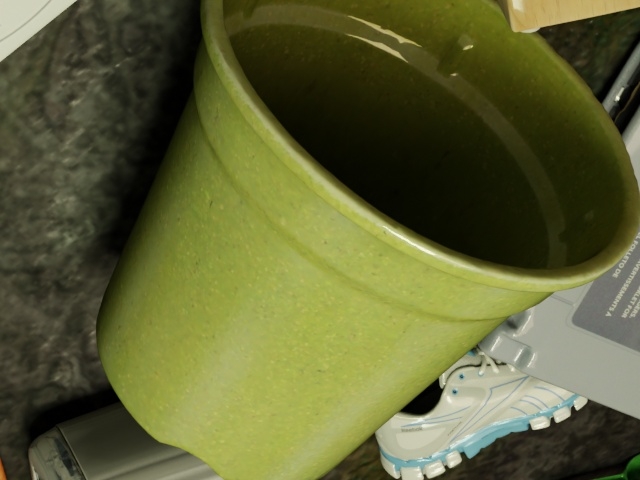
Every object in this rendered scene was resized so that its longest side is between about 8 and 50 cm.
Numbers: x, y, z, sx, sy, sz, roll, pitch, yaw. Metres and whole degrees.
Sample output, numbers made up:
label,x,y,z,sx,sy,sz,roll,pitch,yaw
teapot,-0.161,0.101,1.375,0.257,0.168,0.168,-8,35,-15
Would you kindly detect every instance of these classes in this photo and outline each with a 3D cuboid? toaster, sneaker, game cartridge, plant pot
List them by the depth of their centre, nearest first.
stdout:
label,x,y,z,sx,sy,sz,roll,pitch,yaw
plant pot,0.000,0.000,1.110,0.276,0.276,0.254,10,133,-33
toaster,-0.105,0.188,1.269,0.146,0.129,0.227,-16,127,-19
game cartridge,0.253,-0.019,1.299,0.196,0.060,0.294,24,104,-25
sneaker,0.120,0.099,1.362,0.190,0.071,0.083,-29,128,-3

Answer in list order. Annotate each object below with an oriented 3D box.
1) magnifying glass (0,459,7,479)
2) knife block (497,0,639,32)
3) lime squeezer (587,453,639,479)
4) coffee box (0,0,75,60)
label,x,y,z,sx,sy,sz,roll,pitch,yaw
magnifying glass,-0.216,0.226,1.325,0.092,0.026,0.231,-18,134,-13
knife block,0.145,-0.246,1.027,0.275,0.088,0.242,-11,120,-1
lime squeezer,0.279,0.142,1.501,0.310,0.059,0.110,-42,103,11
coffee box,-0.300,-0.211,0.701,0.334,0.337,0.338,-38,133,6
